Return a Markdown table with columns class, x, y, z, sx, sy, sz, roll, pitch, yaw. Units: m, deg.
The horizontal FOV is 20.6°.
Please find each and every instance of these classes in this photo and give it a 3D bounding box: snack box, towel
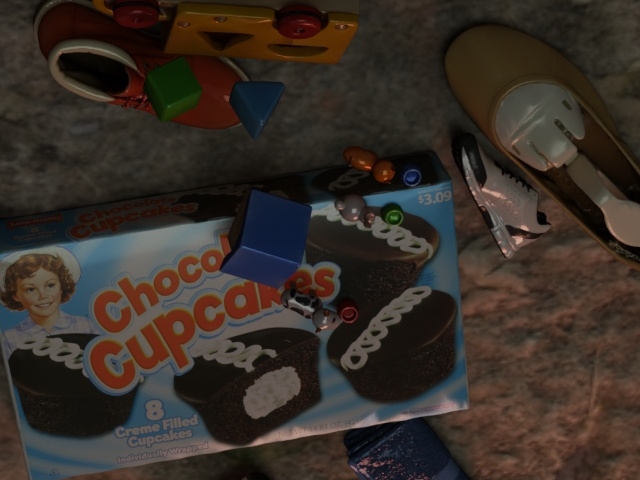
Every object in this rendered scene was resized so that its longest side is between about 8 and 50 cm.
| class | x | y | z | sx | sy | sz | roll | pitch | yaw |
| --- | --- | --- | --- | --- | --- | --- | --- | --- | --- |
| snack box | -0.062 | 0.055 | 1.241 | 0.322 | 0.060 | 0.187 | -9 | 117 | -5 |
| towel | 0.073 | 0.182 | 1.350 | 0.067 | 0.029 | 0.119 | -33 | 118 | 7 |

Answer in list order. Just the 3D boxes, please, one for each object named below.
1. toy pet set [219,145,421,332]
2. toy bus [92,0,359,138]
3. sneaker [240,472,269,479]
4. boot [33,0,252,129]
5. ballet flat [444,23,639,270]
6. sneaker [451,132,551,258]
| class | x | y | z | sx | sy | sz | roll | pitch | yaw |
| --- | --- | --- | --- | --- | --- | --- | --- | --- | --- |
| toy pet set | 0.000 | 0.000 | 1.156 | 0.114 | 0.065 | 0.122 | 17 | 108 | -16 |
| toy bus | -0.073 | -0.163 | 1.103 | 0.202 | 0.104 | 0.191 | 46 | 70 | 4 |
| sneaker | -0.039 | 0.272 | 1.356 | 0.094 | 0.081 | 0.208 | -26 | 112 | 11 |
| boot | -0.110 | -0.102 | 1.140 | 0.158 | 0.084 | 0.059 | 20 | 110 | -21 |
| ballet flat | 0.178 | -0.060 | 1.219 | 0.080 | 0.073 | 0.232 | -43 | 116 | 15 |
| sneaker | 0.126 | -0.038 | 1.241 | 0.044 | 0.040 | 0.109 | -27 | 127 | 9 |
